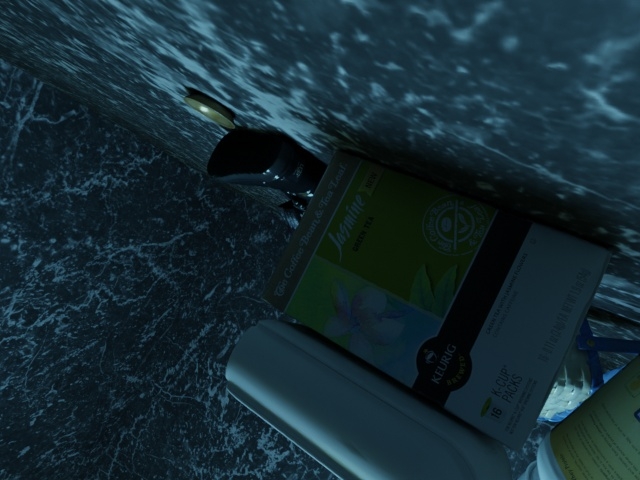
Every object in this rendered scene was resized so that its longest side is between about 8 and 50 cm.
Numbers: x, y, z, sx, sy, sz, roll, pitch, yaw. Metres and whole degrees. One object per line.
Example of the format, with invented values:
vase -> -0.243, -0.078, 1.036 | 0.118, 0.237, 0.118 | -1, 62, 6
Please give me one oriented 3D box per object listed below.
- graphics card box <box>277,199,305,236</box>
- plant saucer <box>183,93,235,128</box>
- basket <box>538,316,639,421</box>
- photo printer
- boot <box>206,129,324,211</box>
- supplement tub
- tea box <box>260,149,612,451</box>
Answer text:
graphics card box -> 0.024, 0.061, 1.080 | 0.371, 0.094, 0.233 | 66, 170, -12
plant saucer -> -0.162, -0.195, 0.635 | 0.083, 0.015, 0.083 | 26, 178, 1
basket -> 0.456, 0.229, 0.808 | 0.288, 0.201, 0.255 | 11, 148, -1
photo printer -> 0.071, 0.212, 0.515 | 0.307, 0.107, 0.256 | 24, 175, 30
boot -> -0.063, -0.097, 0.748 | 0.207, 0.094, 0.246 | 33, 169, -40
supplement tub -> 0.424, 0.287, 0.521 | 0.228, 0.316, 0.228 | 29, -158, -13
tea box -> 0.155, 0.075, 0.604 | 0.323, 0.220, 0.329 | 25, 177, 24
